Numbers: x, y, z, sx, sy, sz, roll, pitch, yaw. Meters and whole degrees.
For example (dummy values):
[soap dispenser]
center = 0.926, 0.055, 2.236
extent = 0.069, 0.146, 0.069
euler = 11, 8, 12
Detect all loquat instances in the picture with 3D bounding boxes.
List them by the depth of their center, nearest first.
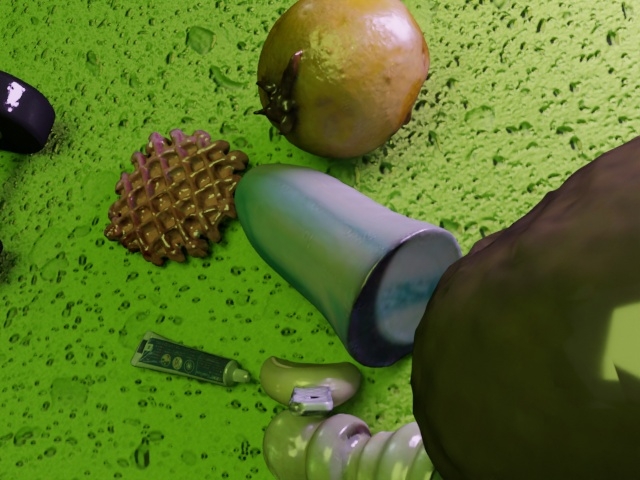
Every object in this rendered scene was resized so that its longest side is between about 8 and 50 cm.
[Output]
[loquat]
center = 0.022, -0.222, 1.080
extent = 0.244, 0.244, 0.243
euler = -10, 63, 20

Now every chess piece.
[chess piece]
center = 0.041, 0.255, 0.918
extent = 0.243, 0.133, 0.133
euler = 6, 70, 32

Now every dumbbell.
[dumbbell]
center = -0.584, -0.110, 1.320
extent = 0.204, 0.204, 0.322
euler = 6, 70, 27

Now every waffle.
[waffle]
center = -0.217, -0.069, 1.221
extent = 0.234, 0.055, 0.221
euler = 16, 75, 29

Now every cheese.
[cheese]
center = -0.014, 0.171, 0.932
extent = 0.127, 0.235, 0.049
euler = 2, 89, 1

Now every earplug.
[earplug]
center = 0.000, 0.000, 1.035
extent = 0.324, 0.185, 0.185
euler = 34, 84, 39

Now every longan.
[longan]
center = 0.313, 0.119, 0.696
extent = 0.436, 0.404, 0.404
euler = -38, 57, -3

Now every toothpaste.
[toothpaste]
center = -0.177, 0.166, 1.107
extent = 0.197, 0.035, 0.057
euler = 9, 62, 30
